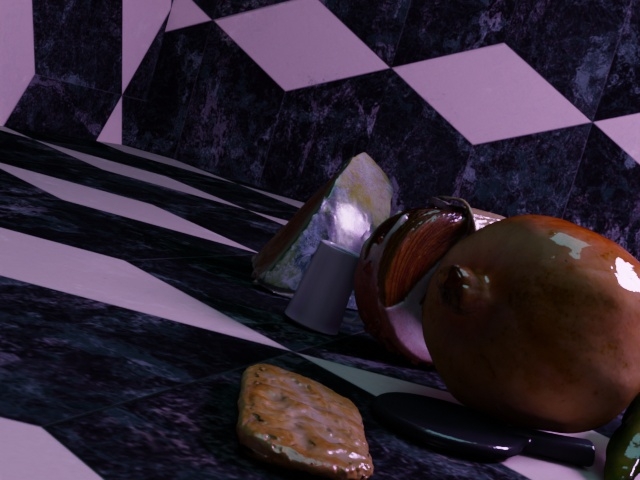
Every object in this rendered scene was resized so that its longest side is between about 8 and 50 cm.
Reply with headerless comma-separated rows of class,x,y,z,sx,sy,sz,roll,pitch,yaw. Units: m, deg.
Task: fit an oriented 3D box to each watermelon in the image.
watermelon,0.000,0.000,1.681,0.193,0.231,0.310,18,51,-3

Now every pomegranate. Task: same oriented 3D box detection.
pomegranate,0.225,0.083,1.136,0.252,0.229,0.270,12,-12,45

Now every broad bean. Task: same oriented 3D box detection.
broad bean,0.343,0.197,1.124,0.043,0.060,0.297,52,25,6

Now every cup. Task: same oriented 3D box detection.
cup,0.020,0.068,1.391,0.104,0.116,0.074,22,6,-20

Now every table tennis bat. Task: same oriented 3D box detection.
table tennis bat,0.164,0.191,1.055,0.236,0.027,0.150,14,6,-11

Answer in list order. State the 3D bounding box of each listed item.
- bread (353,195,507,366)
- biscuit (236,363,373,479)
bread,0.152,0.057,1.346,0.212,0.224,0.142,-4,9,-27
biscuit,-0.015,0.152,0.905,0.119,0.029,0.247,16,6,-5
